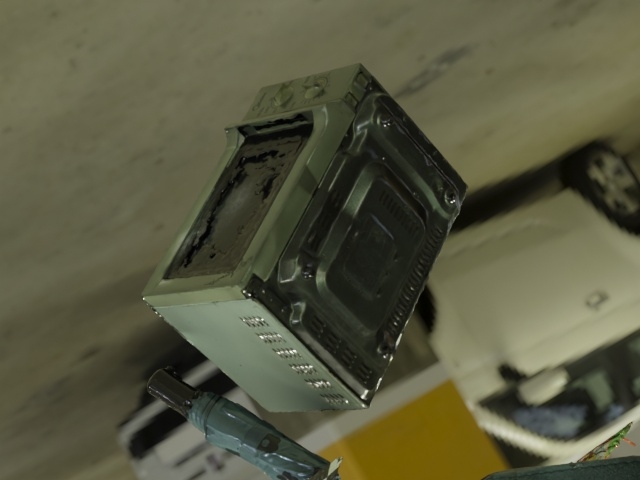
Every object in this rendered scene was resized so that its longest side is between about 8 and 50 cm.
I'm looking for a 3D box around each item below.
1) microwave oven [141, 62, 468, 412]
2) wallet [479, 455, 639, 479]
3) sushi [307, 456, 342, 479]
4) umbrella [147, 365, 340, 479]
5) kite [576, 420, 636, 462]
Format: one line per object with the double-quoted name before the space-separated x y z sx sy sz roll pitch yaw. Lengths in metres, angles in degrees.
"microwave oven" 0.000 0.000 1.913 0.218 0.286 0.355 -9 -136 47
"wallet" 0.234 0.303 0.967 0.190 0.379 0.046 0 142 -26
"sushi" -0.050 0.295 1.284 0.193 0.040 0.210 -33 153 -39
"umbrella" -0.088 0.213 1.679 0.053 0.250 0.052 -22 136 -58
"kite" 0.386 0.336 2.134 0.198 0.006 0.244 -57 149 -3
